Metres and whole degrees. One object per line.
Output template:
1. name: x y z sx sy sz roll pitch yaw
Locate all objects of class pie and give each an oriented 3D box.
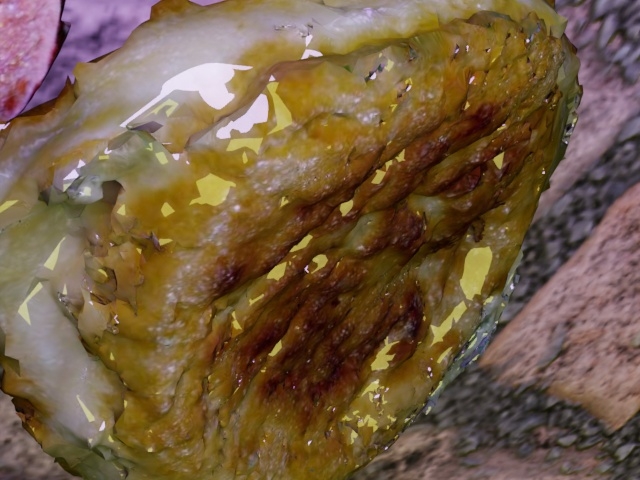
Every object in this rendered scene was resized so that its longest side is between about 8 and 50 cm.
1. pie: 0.000 0.000 0.577 0.355 0.103 0.288 -20 140 -33

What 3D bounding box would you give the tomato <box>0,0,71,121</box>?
1. tomato: -0.203 -0.087 0.420 0.225 0.085 0.225 -20 140 -18
